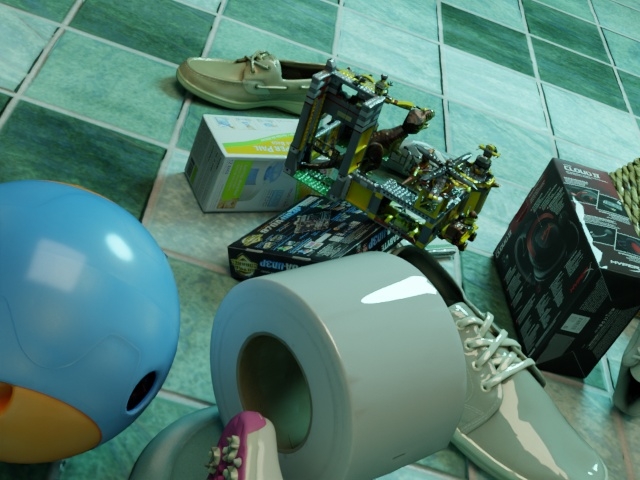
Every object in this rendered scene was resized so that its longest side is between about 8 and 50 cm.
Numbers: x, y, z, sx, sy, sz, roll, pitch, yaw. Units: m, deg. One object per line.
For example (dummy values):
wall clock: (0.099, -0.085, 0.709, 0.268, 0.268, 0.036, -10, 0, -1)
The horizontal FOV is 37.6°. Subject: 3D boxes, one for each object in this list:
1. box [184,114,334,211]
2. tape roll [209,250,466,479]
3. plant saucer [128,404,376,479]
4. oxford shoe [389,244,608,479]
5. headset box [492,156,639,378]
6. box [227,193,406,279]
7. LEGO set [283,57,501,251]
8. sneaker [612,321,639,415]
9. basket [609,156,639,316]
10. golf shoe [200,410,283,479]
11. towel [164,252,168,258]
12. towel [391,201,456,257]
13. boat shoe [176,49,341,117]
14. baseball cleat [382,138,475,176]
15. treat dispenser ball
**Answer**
box: (-0.091, -0.118, 1.467, 0.203, 0.114, 0.103, -1, 44, -32)
tape roll: (0.014, 0.144, 1.028, 0.169, 0.246, 0.246, -11, 50, -39)
plant saucer: (-0.055, 0.298, 1.041, 0.317, 0.044, 0.318, 15, 38, -12)
oxford shoe: (0.212, 0.171, 1.278, 0.169, 0.130, 0.449, -16, 54, -44)
headset box: (0.383, 0.030, 1.469, 0.110, 0.218, 0.293, 13, 38, -16)
box: (0.000, 0.000, 1.362, 0.175, 0.051, 0.220, 9, 27, 31)
LEGO set: (0.117, -0.152, 1.355, 0.331, 0.192, 0.255, 37, 38, 23)
sneaker: (0.499, 0.139, 1.350, 0.110, 0.292, 0.118, 33, 44, 30)
basket: (0.588, 0.018, 1.707, 0.213, 0.223, 0.299, 47, 28, -28)
golf shoe: (-0.048, 0.320, 0.900, 0.140, 0.115, 0.306, 9, 71, -24)
towel: (-0.252, 0.044, 1.247, 0.067, 0.029, 0.119, 22, 37, -3)
towel: (0.146, -0.024, 1.569, 0.113, 0.023, 0.152, -2, 42, -35)
boat shoe: (-0.106, -0.296, 1.685, 0.302, 0.098, 0.109, 7, 40, -23)
baseball cleat: (0.203, -0.120, 1.673, 0.205, 0.072, 0.109, 9, 46, -15)
treat dispenser ball: (-0.289, 0.081, 0.965, 0.288, 0.288, 0.288, 16, 38, -12)
